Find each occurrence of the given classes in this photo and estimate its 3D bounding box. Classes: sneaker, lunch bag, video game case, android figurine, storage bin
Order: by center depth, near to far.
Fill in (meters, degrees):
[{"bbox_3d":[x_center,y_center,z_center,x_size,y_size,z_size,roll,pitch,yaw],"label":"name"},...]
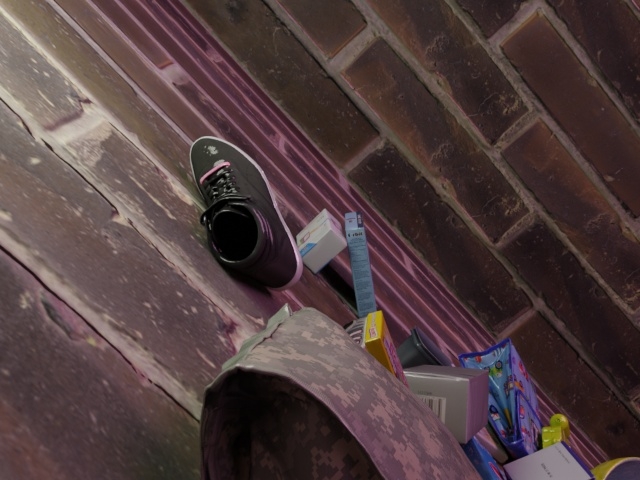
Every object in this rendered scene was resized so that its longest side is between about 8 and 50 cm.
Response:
[{"bbox_3d":[0.016,0.199,0.620,0.287,0.169,0.235,54,12,2],"label":"lunch bag"},{"bbox_3d":[-0.135,-0.063,1.080,0.296,0.104,0.147,58,9,22],"label":"sneaker"},{"bbox_3d":[0.052,0.178,1.123,0.063,0.074,0.170,63,28,-24],"label":"sneaker"},{"bbox_3d":[0.189,0.239,1.348,0.135,0.091,0.098,46,11,-16],"label":"storage bin"},{"bbox_3d":[0.298,0.354,1.552,0.227,0.026,0.206,42,13,-32],"label":"video game case"},{"bbox_3d":[0.545,0.519,1.619,0.273,0.056,0.248,55,32,-50],"label":"android figurine"},{"bbox_3d":[0.436,0.413,1.637,0.221,0.138,0.293,55,19,-38],"label":"lunch bag"}]

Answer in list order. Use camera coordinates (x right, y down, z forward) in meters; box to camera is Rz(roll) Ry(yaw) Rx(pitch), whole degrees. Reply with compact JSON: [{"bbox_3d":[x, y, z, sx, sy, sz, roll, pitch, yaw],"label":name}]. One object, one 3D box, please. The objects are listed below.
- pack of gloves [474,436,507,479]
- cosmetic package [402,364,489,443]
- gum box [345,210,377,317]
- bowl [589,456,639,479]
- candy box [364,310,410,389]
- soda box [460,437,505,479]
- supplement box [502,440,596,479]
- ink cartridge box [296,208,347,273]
[{"bbox_3d":[0.299,0.421,1.335,0.232,0.046,0.195,51,3,-18],"label":"pack of gloves"},{"bbox_3d":[0.196,0.258,1.163,0.238,0.127,0.107,12,80,-71],"label":"cosmetic package"},{"bbox_3d":[0.083,0.046,1.490,0.157,0.041,0.185,-82,163,-75],"label":"gum box"},{"bbox_3d":[0.571,0.578,1.424,0.289,0.289,0.156,46,-32,-14],"label":"bowl"},{"bbox_3d":[0.105,0.205,0.970,0.105,0.027,0.206,-76,146,-76],"label":"candy box"},{"bbox_3d":[0.256,0.402,1.102,0.067,0.071,0.210,45,12,-29],"label":"soda box"},{"bbox_3d":[0.381,0.448,1.120,0.111,0.113,0.220,-115,-178,-76],"label":"supplement box"},{"bbox_3d":[0.000,0.000,1.436,0.052,0.088,0.122,43,12,-17],"label":"ink cartridge box"}]
